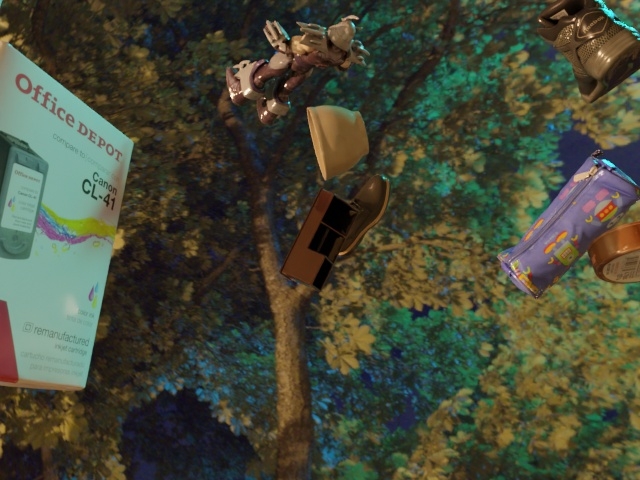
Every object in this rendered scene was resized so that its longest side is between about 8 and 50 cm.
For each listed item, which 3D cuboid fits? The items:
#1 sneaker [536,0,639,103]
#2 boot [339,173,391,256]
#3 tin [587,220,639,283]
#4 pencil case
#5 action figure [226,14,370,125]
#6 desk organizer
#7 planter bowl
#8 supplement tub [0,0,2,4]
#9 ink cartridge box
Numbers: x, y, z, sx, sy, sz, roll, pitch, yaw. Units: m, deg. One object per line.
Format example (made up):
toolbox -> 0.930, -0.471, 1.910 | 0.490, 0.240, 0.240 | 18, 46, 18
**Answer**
sneaker -> 0.368, -0.265, 0.822 | 0.130, 0.087, 0.227 | 58, -159, 15
boot -> 0.066, -0.064, 1.271 | 0.137, 0.076, 0.198 | 25, -86, -58
tin -> 0.415, 0.009, 0.700 | 0.106, 0.189, 0.040 | 52, -149, -59
pencil case -> 0.484, -0.028, 1.184 | 0.133, 0.119, 0.306 | 30, -72, -34
action figure -> -0.041, -0.308, 1.033 | 0.185, 0.285, 0.099 | 15, -117, -41
desk organizer -> 0.000, 0.000, 0.816 | 0.130, 0.050, 0.047 | -64, -23, -9
planter bowl -> 0.042, -0.222, 1.310 | 0.109, 0.162, 0.162 | -14, -76, -3
supplement tub -> -0.257, -0.206, 0.180 | 0.324, 0.235, 0.236 | 17, -95, -30
ink cartridge box -> -0.330, -0.011, 0.622 | 0.226, 0.131, 0.306 | 47, -133, -66
